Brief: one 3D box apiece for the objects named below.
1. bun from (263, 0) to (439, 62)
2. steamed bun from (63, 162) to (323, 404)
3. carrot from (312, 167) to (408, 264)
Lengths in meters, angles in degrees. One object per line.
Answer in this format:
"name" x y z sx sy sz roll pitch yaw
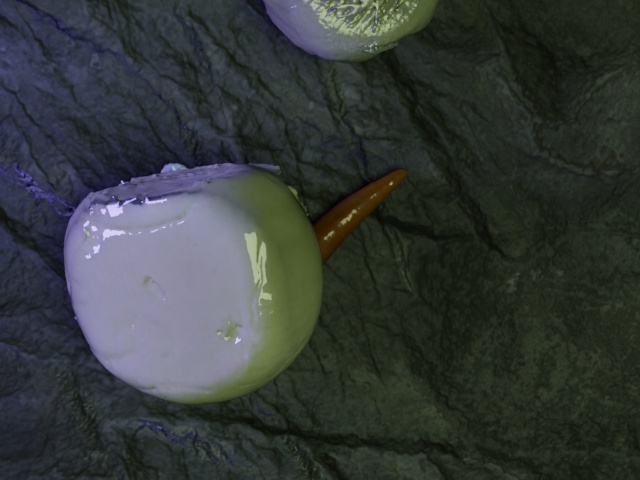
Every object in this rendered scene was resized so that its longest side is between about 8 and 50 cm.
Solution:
"bun" 0.034 -0.367 1.470 0.273 0.168 0.272 -1 94 -14
"steamed bun" -0.153 0.050 1.474 0.334 0.233 0.311 3 107 23
"carrot" 0.000 0.000 1.618 0.336 0.069 0.069 -42 114 -7
